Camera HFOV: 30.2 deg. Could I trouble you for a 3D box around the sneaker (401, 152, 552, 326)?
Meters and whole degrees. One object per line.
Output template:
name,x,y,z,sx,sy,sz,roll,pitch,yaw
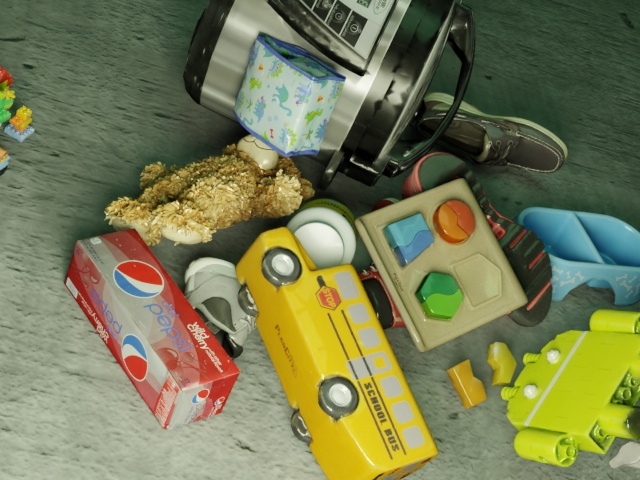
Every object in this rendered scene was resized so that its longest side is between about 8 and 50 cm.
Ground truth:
sneaker,0.243,0.002,1.857,0.116,0.136,0.314,-38,92,-23

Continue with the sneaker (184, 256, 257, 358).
sneaker,-0.078,0.110,1.572,0.228,0.086,0.132,13,45,-5

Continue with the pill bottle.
pill bottle,0.000,0.000,1.665,0.103,0.103,0.184,26,9,-1

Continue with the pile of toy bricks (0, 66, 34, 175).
pile of toy bricks,-0.465,-0.169,1.642,0.118,0.105,0.212,31,37,6

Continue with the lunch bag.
lunch bag,-0.054,-0.208,1.693,0.151,0.129,0.096,34,24,30

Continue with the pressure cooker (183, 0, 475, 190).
pressure cooker,0.036,-0.310,1.894,0.420,0.370,0.375,27,28,-1

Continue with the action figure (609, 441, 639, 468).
action figure,0.486,0.283,1.625,0.330,0.178,0.341,-19,72,-51

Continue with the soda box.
soda box,-0.214,0.107,1.480,0.092,0.083,0.263,-13,53,-40

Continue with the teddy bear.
teddy bear,-0.148,-0.074,1.667,0.338,0.113,0.245,-19,16,-35

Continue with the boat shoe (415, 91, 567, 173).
boat shoe,0.299,-0.176,2.117,0.285,0.103,0.092,23,42,1

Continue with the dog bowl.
dog bowl,0.430,0.021,1.976,0.297,0.074,0.166,5,42,-25

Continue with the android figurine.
android figurine,0.350,0.196,1.589,0.056,0.273,0.248,45,71,-22

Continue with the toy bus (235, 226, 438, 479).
toy bus,0.013,0.144,1.476,0.130,0.108,0.333,-13,68,-30

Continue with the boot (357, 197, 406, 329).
boot,0.085,0.031,1.752,0.176,0.088,0.244,0,47,-28

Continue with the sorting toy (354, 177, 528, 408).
sorting toy,0.201,0.070,1.693,0.229,0.041,0.307,-21,79,-34
